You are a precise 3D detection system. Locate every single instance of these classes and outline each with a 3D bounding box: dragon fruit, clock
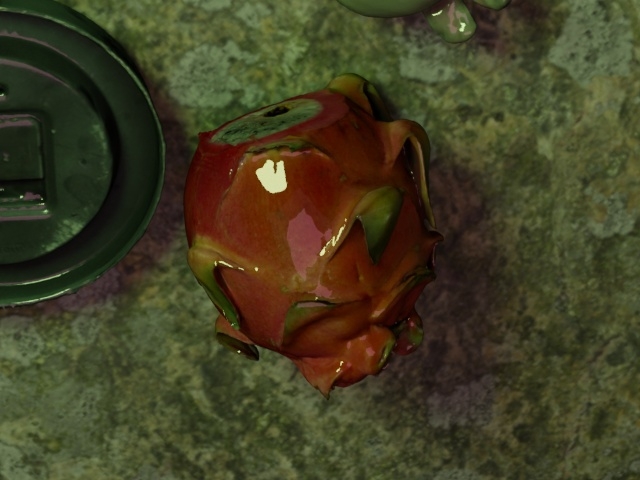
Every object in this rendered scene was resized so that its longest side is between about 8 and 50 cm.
[{"bbox_3d":[-0.002,-0.005,1.328,0.224,0.224,0.227,-20,118,3],"label":"dragon fruit"},{"bbox_3d":[-0.265,-0.072,1.330,0.280,0.055,0.281,-4,122,-7],"label":"clock"}]

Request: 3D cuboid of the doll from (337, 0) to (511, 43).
[{"bbox_3d":[0.031,-0.257,1.239,0.275,0.113,0.155,32,121,-33],"label":"doll"}]
